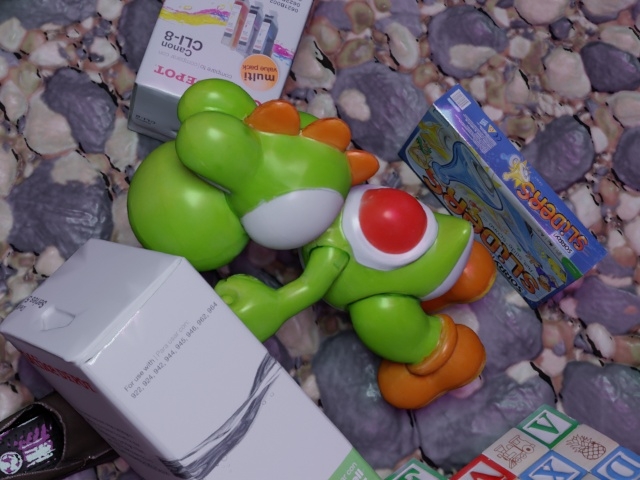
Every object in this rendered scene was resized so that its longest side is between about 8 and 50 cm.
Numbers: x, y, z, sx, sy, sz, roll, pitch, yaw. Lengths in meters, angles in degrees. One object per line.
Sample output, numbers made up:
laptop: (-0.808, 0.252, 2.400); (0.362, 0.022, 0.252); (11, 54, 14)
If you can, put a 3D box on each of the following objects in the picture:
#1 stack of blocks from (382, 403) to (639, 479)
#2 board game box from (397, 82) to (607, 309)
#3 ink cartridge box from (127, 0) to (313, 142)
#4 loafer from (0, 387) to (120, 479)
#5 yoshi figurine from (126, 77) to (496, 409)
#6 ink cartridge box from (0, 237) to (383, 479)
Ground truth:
stack of blocks: (0.125, 0.262, 1.169); (0.297, 0.087, 0.171); (-32, 41, -29)
board game box: (0.163, -0.037, 1.281); (0.035, 0.136, 0.201); (-39, 84, -18)
ink cartridge box: (-0.088, -0.175, 1.278); (0.128, 0.127, 0.176); (19, 73, -5)
loafer: (-0.210, 0.161, 1.188); (0.220, 0.078, 0.080); (-33, 83, -17)
yoshi figurine: (-0.020, 0.000, 1.173); (0.203, 0.203, 0.362); (-51, 127, 1)
ink cartridge box: (-0.100, 0.135, 1.100); (0.115, 0.198, 0.273); (-47, 115, -18)
